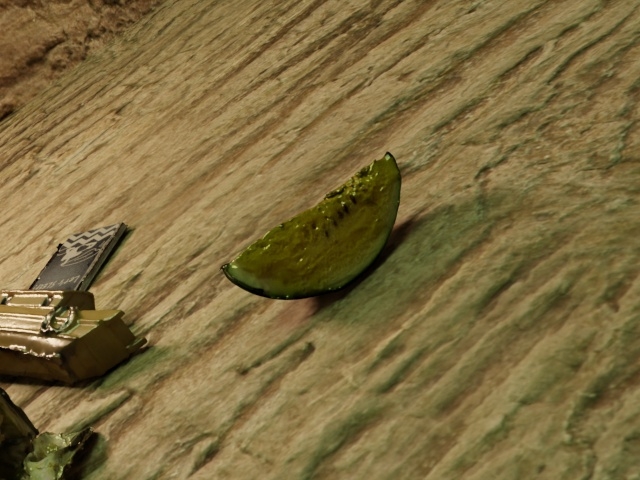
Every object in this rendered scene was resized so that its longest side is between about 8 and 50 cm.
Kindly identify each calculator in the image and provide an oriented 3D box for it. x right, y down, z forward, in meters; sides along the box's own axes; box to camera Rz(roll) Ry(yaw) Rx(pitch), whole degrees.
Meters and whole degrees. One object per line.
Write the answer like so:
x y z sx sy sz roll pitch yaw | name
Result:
-0.476 0.059 2.267 0.165 0.028 0.274 -14 31 28 | calculator

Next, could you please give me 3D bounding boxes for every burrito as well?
-0.565 0.310 1.696 0.332 0.190 0.135 -21 37 29 | burrito

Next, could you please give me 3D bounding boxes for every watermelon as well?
0.000 0.000 1.685 0.301 0.129 0.123 -34 26 -18 | watermelon

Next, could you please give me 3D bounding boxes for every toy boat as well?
-0.455 0.148 1.960 0.445 0.136 0.162 1 43 43 | toy boat

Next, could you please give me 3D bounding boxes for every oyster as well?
-0.364 0.308 1.619 0.106 0.061 0.200 -6 21 24 | oyster
